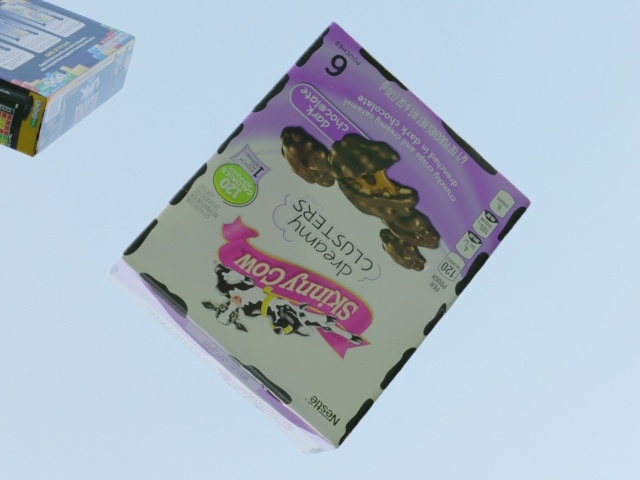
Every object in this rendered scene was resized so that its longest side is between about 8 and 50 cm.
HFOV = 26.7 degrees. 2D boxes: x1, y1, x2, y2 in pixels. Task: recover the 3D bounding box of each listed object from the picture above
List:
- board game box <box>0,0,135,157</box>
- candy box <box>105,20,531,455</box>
[{"bbox_3d":[-0.226,-0.127,0.945,0.141,0.170,0.048,21,-65,5],"label":"board game box"},{"bbox_3d":[0.000,0.000,0.798,0.165,0.070,0.196,42,-109,-5],"label":"candy box"}]
